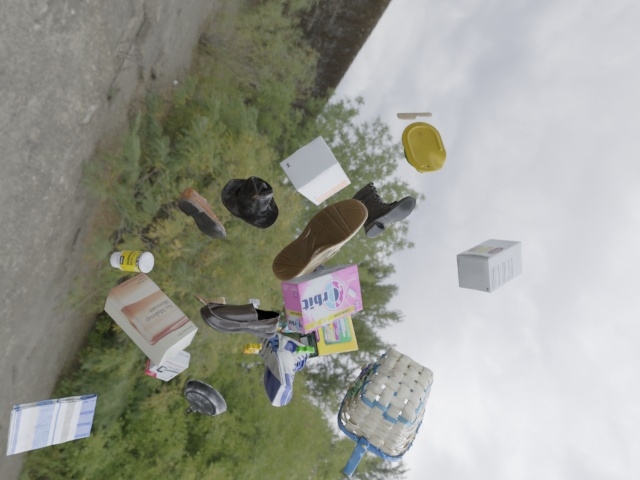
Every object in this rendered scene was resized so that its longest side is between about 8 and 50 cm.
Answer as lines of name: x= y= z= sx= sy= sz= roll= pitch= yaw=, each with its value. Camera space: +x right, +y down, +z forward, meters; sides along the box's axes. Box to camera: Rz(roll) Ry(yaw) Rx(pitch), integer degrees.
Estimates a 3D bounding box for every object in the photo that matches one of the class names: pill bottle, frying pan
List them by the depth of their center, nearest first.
pill bottle: x=-0.581 y=0.063 z=1.340 sx=0.065 sy=0.116 sz=0.065 roll=3 pitch=90 yaw=-76
frying pan: x=-0.523 y=0.660 z=1.800 sx=0.326 sy=0.197 sz=0.053 roll=-19 pitch=-158 yaw=34

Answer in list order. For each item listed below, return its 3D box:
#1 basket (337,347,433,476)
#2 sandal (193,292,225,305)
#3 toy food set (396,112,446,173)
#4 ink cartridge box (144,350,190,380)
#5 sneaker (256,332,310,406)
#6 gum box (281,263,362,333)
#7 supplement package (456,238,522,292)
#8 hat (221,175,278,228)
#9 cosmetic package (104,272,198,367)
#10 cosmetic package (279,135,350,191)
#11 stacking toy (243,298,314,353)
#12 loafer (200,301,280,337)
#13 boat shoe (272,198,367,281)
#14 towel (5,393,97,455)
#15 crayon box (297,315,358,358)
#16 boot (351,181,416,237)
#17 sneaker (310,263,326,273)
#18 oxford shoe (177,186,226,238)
basket: x=0.159 y=0.435 z=1.114 sx=0.255 sy=0.201 sz=0.289 roll=-39 pitch=148 yaw=-52
sandal: x=-0.476 y=0.282 z=1.988 sx=0.079 sy=0.240 sz=0.088 roll=-50 pitch=146 yaw=-21
toy food set: x=0.318 y=-0.302 z=1.391 sx=0.071 sy=0.128 sz=0.218 roll=100 pitch=-20 yaw=-72
ink cartridge box: x=-0.618 y=0.497 z=1.760 sx=0.150 sy=0.109 sz=0.063 roll=-36 pitch=-142 yaw=26
sneaker: x=-0.113 y=0.441 z=1.578 sx=0.127 sy=0.182 sz=0.315 roll=-63 pitch=-153 yaw=22
gum box: x=0.011 y=0.122 z=0.967 sx=0.062 sy=0.188 sz=0.107 roll=0 pitch=-79 yaw=49
supplement package: x=0.648 y=0.091 z=1.662 sx=0.139 sy=0.244 sz=0.134 roll=6 pitch=-71 yaw=49
hat: x=-0.308 y=-0.218 z=2.101 sx=0.134 sy=0.331 sz=0.331 roll=-46 pitch=-154 yaw=33
cosmetic package: x=-0.601 y=0.277 z=1.543 sx=0.153 sy=0.296 sz=0.129 roll=-38 pitch=167 yaw=-51
cosmetic package: x=-0.010 y=-0.329 z=2.151 sx=0.230 sy=0.162 sz=0.453 roll=-33 pitch=170 yaw=8
stacking toy: x=-0.134 y=0.276 z=1.379 sx=0.052 sy=0.221 sz=0.167 roll=119 pitch=-28 yaw=-49
loafer: x=-0.198 y=0.187 z=1.111 sx=0.078 sy=0.220 sz=0.080 roll=-59 pitch=-143 yaw=18
boat shoe: x=0.000 y=0.000 z=1.344 sx=0.341 sy=0.122 sz=0.110 roll=-37 pitch=165 yaw=2
towel: x=-1.002 y=0.685 z=1.633 sx=0.034 sy=0.285 sz=0.209 roll=29 pitch=-73 yaw=44
crayon box: x=0.014 y=0.345 z=2.014 sx=0.106 sy=0.313 sz=0.363 roll=-22 pitch=-109 yaw=32
boot: x=0.236 y=-0.157 z=1.764 sx=0.263 sy=0.091 sz=0.229 roll=-35 pitch=-132 yaw=19
sneaker: x=-0.022 y=0.160 z=1.513 sx=0.330 sy=0.122 sz=0.146 roll=43 pitch=-69 yaw=49
oxford shoe: x=-0.346 y=-0.081 z=1.321 sx=0.212 sy=0.076 sz=0.076 roll=60 pitch=26 yaw=-48
